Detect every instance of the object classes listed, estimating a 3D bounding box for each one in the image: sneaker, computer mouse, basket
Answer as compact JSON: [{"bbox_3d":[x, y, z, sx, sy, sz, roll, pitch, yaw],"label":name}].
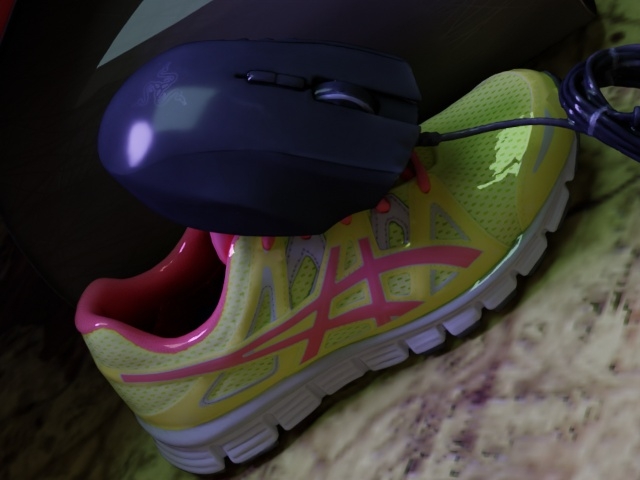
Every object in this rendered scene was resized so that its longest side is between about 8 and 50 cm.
[{"bbox_3d":[0.000,0.000,0.504,0.208,0.094,0.081,-38,33,7],"label":"sneaker"},{"bbox_3d":[0.042,-0.043,0.459,0.242,0.041,0.071,-3,53,6],"label":"computer mouse"},{"bbox_3d":[-0.015,-0.097,0.579,0.227,0.154,0.204,-27,42,18],"label":"basket"}]

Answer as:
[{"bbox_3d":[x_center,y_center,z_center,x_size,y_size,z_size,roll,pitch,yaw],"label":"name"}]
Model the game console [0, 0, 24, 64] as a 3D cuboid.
[{"bbox_3d":[-0.236,-0.064,0.615,0.342,0.060,0.386,7,76,55],"label":"game console"}]
